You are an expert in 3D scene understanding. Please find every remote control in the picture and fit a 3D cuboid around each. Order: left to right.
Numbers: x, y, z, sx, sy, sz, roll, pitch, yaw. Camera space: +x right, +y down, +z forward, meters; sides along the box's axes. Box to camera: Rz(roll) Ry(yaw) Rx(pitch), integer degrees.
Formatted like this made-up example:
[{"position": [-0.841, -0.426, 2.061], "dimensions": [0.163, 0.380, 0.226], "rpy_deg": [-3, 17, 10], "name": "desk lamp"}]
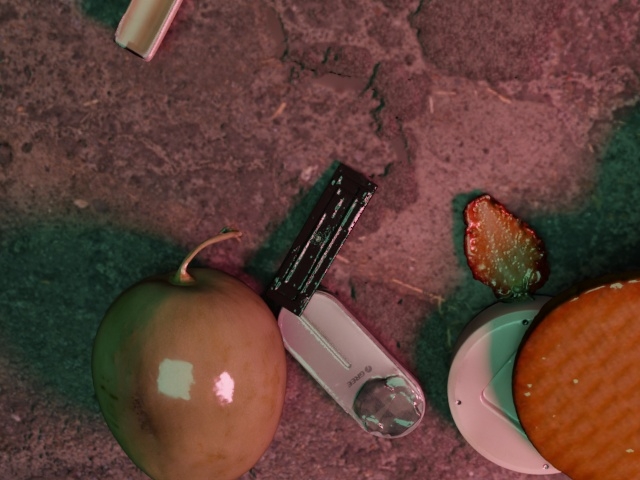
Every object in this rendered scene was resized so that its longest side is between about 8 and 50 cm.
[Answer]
[{"position": [0.043, 0.165, 1.418], "dimensions": [0.104, 0.052, 0.247], "rpy_deg": [-41, 94, 19], "name": "remote control"}]

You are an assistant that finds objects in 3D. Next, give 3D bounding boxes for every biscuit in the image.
[{"position": [0.390, 0.178, 1.256], "dimensions": [0.318, 0.040, 0.318], "rpy_deg": [5, 115, 11], "name": "biscuit"}]

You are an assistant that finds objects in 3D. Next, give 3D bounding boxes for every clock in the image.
[{"position": [0.283, 0.189, 1.361], "dimensions": [0.230, 0.083, 0.230], "rpy_deg": [2, 104, 9], "name": "clock"}]

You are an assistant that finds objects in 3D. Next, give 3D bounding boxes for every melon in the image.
[{"position": [-0.168, 0.177, 1.363], "dimensions": [0.272, 0.272, 0.308], "rpy_deg": [-22, 106, 16], "name": "melon"}]

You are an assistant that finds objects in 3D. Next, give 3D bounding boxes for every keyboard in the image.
[{"position": [0.000, 0.000, 1.377], "dimensions": [0.061, 0.013, 0.204], "rpy_deg": [32, 96, 17], "name": "keyboard"}]

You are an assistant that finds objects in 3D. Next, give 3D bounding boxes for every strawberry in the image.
[{"position": [0.239, 0.011, 1.342], "dimensions": [0.104, 0.048, 0.152], "rpy_deg": [-25, 82, 23], "name": "strawberry"}]

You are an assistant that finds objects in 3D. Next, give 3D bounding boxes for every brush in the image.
[{"position": [-0.165, -0.381, 1.325], "dimensions": [0.060, 0.050, 0.321], "rpy_deg": [30, 101, 5], "name": "brush"}]
